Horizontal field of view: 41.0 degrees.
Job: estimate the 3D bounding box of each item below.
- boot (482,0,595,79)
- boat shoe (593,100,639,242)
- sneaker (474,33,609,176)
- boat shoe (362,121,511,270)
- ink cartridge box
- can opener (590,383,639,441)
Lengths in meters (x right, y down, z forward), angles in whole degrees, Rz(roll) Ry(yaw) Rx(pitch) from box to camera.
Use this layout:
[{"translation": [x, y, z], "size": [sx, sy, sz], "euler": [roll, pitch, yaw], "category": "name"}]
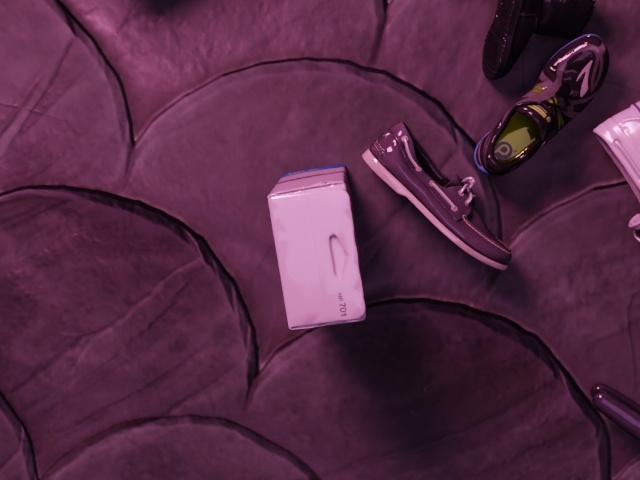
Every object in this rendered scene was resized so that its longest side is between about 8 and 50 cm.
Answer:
[{"translation": [0.235, -0.229, 0.925], "size": [0.099, 0.045, 0.121], "euler": [-4, 130, -17], "category": "boot"}, {"translation": [0.382, -0.026, 0.942], "size": [0.084, 0.095, 0.258], "euler": [-26, 88, 11], "category": "boat shoe"}, {"translation": [0.244, -0.139, 0.926], "size": [0.067, 0.078, 0.188], "euler": [42, 99, -5], "category": "sneaker"}, {"translation": [0.142, -0.049, 0.951], "size": [0.206, 0.075, 0.065], "euler": [41, 103, 0], "category": "boat shoe"}, {"translation": [0.000, 0.000, 0.908], "size": [0.082, 0.190, 0.139], "euler": [-8, 100, 4], "category": "ink cartridge box"}, {"translation": [0.393, 0.230, 0.996], "size": [0.186, 0.059, 0.073], "euler": [37, 101, -4], "category": "can opener"}]
